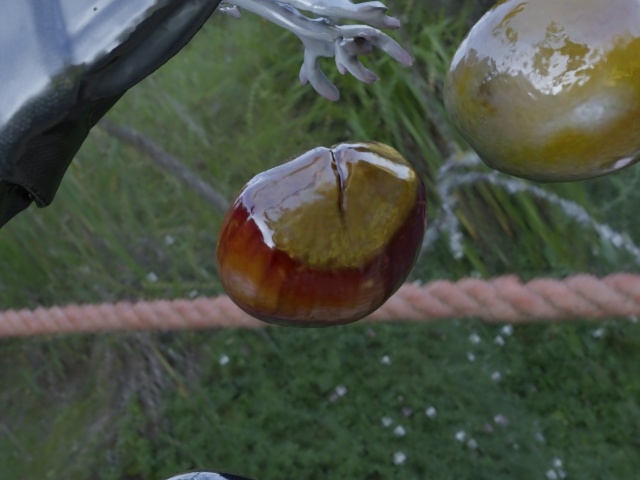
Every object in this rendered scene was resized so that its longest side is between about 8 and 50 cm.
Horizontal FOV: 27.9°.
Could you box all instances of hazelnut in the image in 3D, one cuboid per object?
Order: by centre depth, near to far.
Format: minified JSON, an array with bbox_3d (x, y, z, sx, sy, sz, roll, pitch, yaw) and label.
[{"bbox_3d":[-0.001,-0.003,1.275,0.212,0.181,0.181,-7,0,-16],"label":"hazelnut"}]

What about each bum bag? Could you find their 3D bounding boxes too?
[{"bbox_3d":[-0.112,-0.067,0.459,0.326,0.079,0.142,-43,42,15],"label":"bum bag"}]

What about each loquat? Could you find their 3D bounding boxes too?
[{"bbox_3d":[0.214,-0.139,1.093,0.227,0.179,0.179,-18,19,19],"label":"loquat"}]

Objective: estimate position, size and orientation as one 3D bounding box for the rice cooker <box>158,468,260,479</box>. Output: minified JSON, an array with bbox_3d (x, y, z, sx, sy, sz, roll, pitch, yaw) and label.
[{"bbox_3d":[-0.074,0.309,0.946,0.267,0.224,0.267,-12,35,9],"label":"rice cooker"}]

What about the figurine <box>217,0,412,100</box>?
[{"bbox_3d":[-0.009,-0.213,0.777,0.315,0.284,0.206,22,92,60],"label":"figurine"}]
